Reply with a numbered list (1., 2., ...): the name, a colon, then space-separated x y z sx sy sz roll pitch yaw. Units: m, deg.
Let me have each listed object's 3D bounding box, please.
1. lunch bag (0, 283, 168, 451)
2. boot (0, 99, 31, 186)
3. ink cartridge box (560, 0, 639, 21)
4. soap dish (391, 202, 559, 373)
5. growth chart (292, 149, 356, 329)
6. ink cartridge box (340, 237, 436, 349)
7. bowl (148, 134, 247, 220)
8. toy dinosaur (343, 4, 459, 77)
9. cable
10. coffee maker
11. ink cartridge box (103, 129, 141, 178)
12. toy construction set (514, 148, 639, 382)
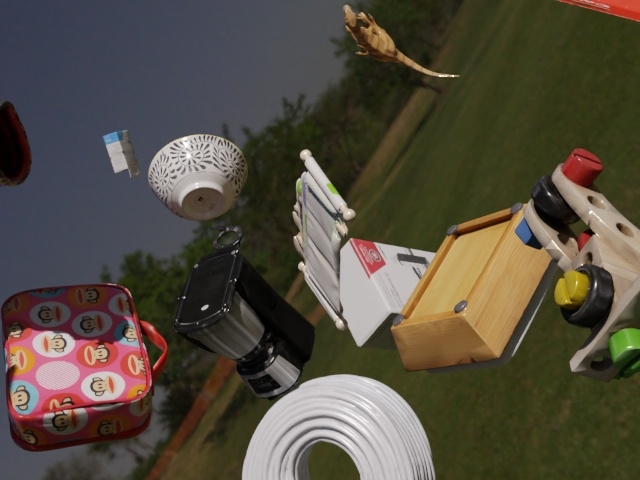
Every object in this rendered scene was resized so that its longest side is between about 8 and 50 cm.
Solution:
1. lunch bag: -0.378 0.192 1.533 0.293 0.258 0.120 -113 22 -48
2. boot: -0.585 -0.158 1.296 0.377 0.284 0.138 87 -175 -73
3. ink cartridge box: 0.352 -0.354 1.264 0.232 0.189 0.066 -63 -13 -70
4. soap dish: 0.258 0.077 1.547 0.229 0.118 0.290 -20 30 56
5. growth chart: 0.000 0.000 1.216 0.237 0.021 0.172 91 157 -45
6. ink cartridge box: 0.167 0.117 1.919 0.114 0.273 0.197 -51 48 29
7. bowl: -0.201 -0.087 1.586 0.170 0.170 0.080 -59 30 35
8. toy dinosaur: 0.102 -0.296 1.475 0.064 0.212 0.112 -57 32 15
9. cable: 0.019 0.304 1.222 0.089 0.257 0.257 5 -98 -61
10. coffee maker: -0.090 0.099 1.272 0.120 0.178 0.171 3 55 45
11. ink cartridge box: -0.343 -0.146 1.639 0.028 0.083 0.048 -15 6 15
12. toy construction set: 0.351 0.029 0.890 0.309 0.257 0.237 -35 23 26
